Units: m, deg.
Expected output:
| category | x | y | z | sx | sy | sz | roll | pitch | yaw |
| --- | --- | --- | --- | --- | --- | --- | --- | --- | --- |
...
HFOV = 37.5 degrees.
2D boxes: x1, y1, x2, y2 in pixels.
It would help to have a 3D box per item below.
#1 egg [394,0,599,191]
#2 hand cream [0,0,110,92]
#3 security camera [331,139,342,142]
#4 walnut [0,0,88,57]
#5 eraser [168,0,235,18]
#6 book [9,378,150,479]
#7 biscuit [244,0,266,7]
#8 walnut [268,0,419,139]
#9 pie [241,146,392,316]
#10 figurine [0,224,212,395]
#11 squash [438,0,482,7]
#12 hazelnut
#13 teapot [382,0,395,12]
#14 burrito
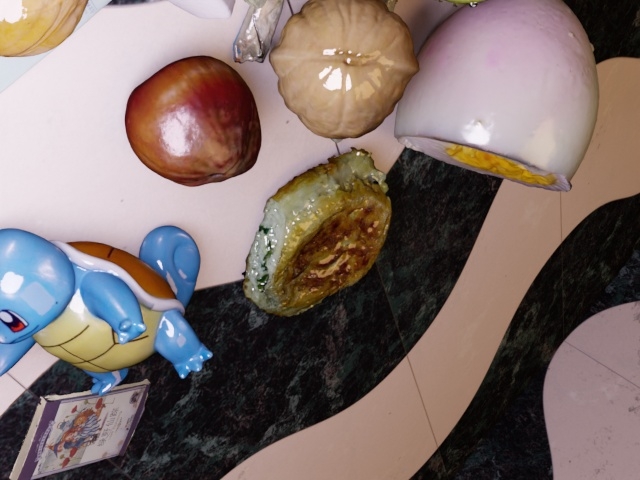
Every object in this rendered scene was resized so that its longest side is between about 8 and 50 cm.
| category | x | y | z | sx | sy | sz | roll | pitch | yaw |
| --- | --- | --- | --- | --- | --- | --- | --- | --- | --- |
| egg | 0.337 | -0.295 | 1.705 | 0.354 | 0.354 | 0.339 | 17 | 90 | -59 |
| hand cream | -0.302 | -0.278 | 1.088 | 0.321 | 0.067 | 0.109 | -44 | 147 | -12 |
| security camera | 0.028 | -0.206 | 1.633 | 0.058 | 0.058 | 0.092 | -47 | 161 | -15 |
| walnut | -0.307 | -0.289 | 0.959 | 0.167 | 0.167 | 0.207 | 6 | 112 | -56 |
| eraser | -0.132 | -0.411 | 1.070 | 0.174 | 0.095 | 0.270 | 33 | 67 | -57 |
| book | -0.385 | 0.310 | 1.544 | 0.231 | 0.026 | 0.157 | 0 | 118 | -55 |
| biscuit | -0.110 | -0.404 | 1.225 | 0.121 | 0.040 | 0.199 | -57 | 141 | -2 |
| walnut | 0.035 | -0.261 | 1.411 | 0.225 | 0.225 | 0.261 | -62 | -177 | 8 |
| pie | 0.000 | 0.000 | 1.726 | 0.288 | 0.103 | 0.354 | -6 | 125 | -46 |
| figurine | -0.293 | 0.099 | 1.295 | 0.416 | 0.298 | 0.243 | -2 | 87 | -57 |
| squash | 0.253 | -0.540 | 1.573 | 0.189 | 0.189 | 0.260 | 65 | 28 | -55 |
| hazelnut | -0.161 | -0.157 | 1.284 | 0.178 | 0.178 | 0.204 | -58 | 158 | 3 |
| teapot | 0.100 | -0.381 | 1.524 | 0.057 | 0.067 | 0.083 | 16 | 101 | -12 |
| burrito | -0.079 | -0.333 | 1.359 | 0.051 | 0.042 | 0.171 | 7 | 109 | -38 |
